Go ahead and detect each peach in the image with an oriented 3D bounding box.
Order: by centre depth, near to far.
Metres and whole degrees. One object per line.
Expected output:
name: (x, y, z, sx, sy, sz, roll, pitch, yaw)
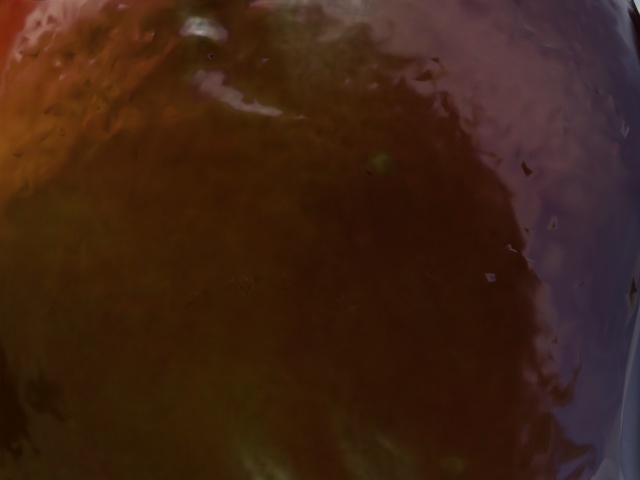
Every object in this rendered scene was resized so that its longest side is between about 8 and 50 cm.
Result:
peach: (0.013, 0.013, 0.871, 0.310, 0.406, 0.335, 0, -23, 26)

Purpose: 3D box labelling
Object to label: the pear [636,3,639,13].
pear: (0.299, 0.004, 1.146, 0.391, 0.391, 0.391, 18, -50, 22)
